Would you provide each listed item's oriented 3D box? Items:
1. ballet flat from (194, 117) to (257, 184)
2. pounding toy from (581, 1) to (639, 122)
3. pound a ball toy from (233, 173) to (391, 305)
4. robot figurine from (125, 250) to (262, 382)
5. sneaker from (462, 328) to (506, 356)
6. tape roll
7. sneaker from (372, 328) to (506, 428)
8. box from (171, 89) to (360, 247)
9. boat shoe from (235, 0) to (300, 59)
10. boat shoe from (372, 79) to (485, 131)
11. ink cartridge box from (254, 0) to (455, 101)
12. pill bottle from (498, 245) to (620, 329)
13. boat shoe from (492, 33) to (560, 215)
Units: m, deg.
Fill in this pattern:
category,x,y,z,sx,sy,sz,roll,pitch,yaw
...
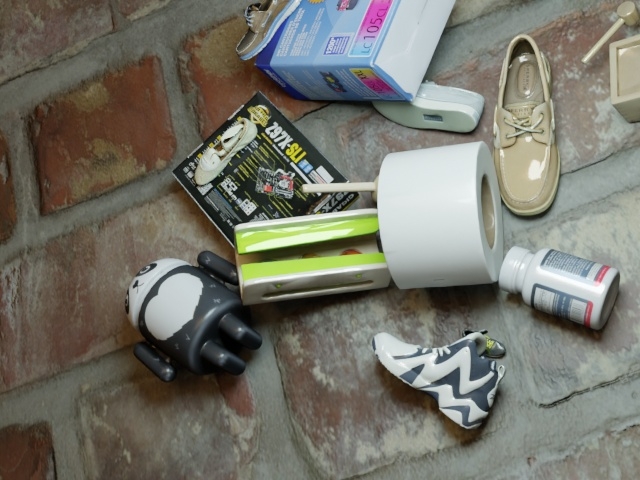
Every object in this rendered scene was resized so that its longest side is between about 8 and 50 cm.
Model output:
category,x,y,z,sx,sy,sz,roll,pitch,yaw
ballet flat,-0.200,-0.184,1.824,0.168,0.052,0.057,-45,60,0
pounding toy,0.574,-0.324,1.633,0.181,0.094,0.206,-12,63,38
pound a ball toy,0.000,0.000,1.684,0.319,0.136,0.208,-7,63,-9
robot figurine,-0.246,0.145,1.721,0.278,0.173,0.209,31,44,29
sneaker,0.281,0.178,1.575,0.083,0.035,0.031,19,78,27
tape roll,0.213,-0.042,1.573,0.169,0.246,0.246,-5,67,21
sneaker,0.212,0.194,1.548,0.235,0.094,0.153,38,98,29
box,-0.117,-0.116,1.835,0.257,0.079,0.322,-42,60,-1
boat shoe,-0.119,-0.448,1.822,0.183,0.066,0.066,-50,36,10
boat shoe,0.213,-0.270,1.774,0.227,0.079,0.081,15,56,28
ink cartridge box,0.046,-0.426,1.816,0.395,0.151,0.270,10,72,47
pill bottle,0.401,0.073,1.529,0.180,0.108,0.108,20,77,28
boat shoe,0.368,-0.213,1.658,0.122,0.110,0.341,-6,67,20
